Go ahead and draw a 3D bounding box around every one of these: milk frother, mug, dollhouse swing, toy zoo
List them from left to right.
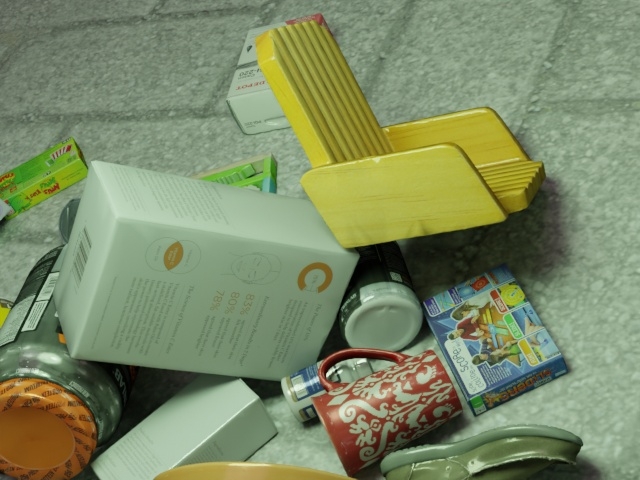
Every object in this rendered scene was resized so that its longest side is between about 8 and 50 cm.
[{"bbox_3d":[-0.329,-0.023,1.955,0.143,0.135,0.129,-45,61,21],"label":"milk frother"},{"bbox_3d":[-0.168,-0.021,1.967,0.192,0.030,0.293,-15,41,15],"label":"toy zoo"},{"bbox_3d":[0.079,0.199,1.512,0.169,0.150,0.113,-25,-4,-3],"label":"mug"},{"bbox_3d":[0.121,-0.185,1.667,0.315,0.305,0.347,-10,10,20],"label":"dollhouse swing"}]

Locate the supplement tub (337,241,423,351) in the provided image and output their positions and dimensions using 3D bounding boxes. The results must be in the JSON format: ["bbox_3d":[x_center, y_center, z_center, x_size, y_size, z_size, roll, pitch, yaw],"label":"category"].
[{"bbox_3d":[0.070,0.060,1.679,0.117,0.117,0.190,-22,40,6],"label":"supplement tub"}]

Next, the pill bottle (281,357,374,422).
[{"bbox_3d":[0.013,0.194,1.605,0.120,0.067,0.067,-24,40,4],"label":"pill bottle"}]

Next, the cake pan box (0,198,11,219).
[{"bbox_3d":[-0.729,-0.027,2.229,0.267,0.070,0.246,-49,45,-8],"label":"cake pan box"}]

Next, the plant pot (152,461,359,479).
[{"bbox_3d":[-0.056,0.383,1.300,0.291,0.291,0.203,-7,60,23],"label":"plant pot"}]

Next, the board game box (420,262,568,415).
[{"bbox_3d":[0.227,0.128,1.582,0.136,0.035,0.201,-25,39,2],"label":"board game box"}]

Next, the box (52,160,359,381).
[{"bbox_3d":[-0.158,0.047,1.601,0.215,0.345,0.168,-68,29,22],"label":"box"}]

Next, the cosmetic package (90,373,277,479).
[{"bbox_3d":[-0.185,0.282,1.610,0.231,0.085,0.117,-37,40,-14],"label":"cosmetic package"}]

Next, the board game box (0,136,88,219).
[{"bbox_3d":[-0.538,-0.120,2.271,0.181,0.043,0.092,-29,39,-2],"label":"board game box"}]

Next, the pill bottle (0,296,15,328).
[{"bbox_3d":[-0.502,0.188,1.860,0.117,0.117,0.215,-32,40,-5],"label":"pill bottle"}]

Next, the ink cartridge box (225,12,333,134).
[{"bbox_3d":[-0.069,-0.306,2.174,0.159,0.092,0.218,-9,45,21],"label":"ink cartridge box"}]

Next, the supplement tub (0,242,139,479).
[{"bbox_3d":[-0.364,0.171,1.694,0.207,0.207,0.338,-14,31,16],"label":"supplement tub"}]

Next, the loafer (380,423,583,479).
[{"bbox_3d":[0.194,0.280,1.409,0.251,0.094,0.087,-18,64,26],"label":"loafer"}]

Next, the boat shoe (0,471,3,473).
[{"bbox_3d":[-0.521,0.313,1.759,0.257,0.095,0.095,-6,50,23],"label":"boat shoe"}]
